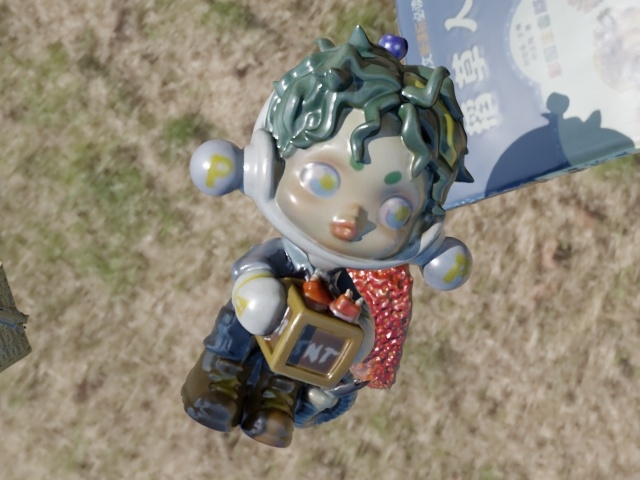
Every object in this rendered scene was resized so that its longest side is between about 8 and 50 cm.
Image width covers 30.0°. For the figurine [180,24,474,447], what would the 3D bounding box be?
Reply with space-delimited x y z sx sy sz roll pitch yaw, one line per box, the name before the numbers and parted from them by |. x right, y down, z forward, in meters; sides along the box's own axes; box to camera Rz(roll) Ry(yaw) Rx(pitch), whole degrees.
figurine | -0.003 -0.001 1.049 0.261 0.186 0.382 19 101 -29

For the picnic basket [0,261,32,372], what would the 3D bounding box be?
picnic basket | -0.316 0.076 0.907 0.115 0.164 0.079 8 121 40

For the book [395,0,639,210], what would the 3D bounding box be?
book | 0.273 -0.225 1.247 0.428 0.039 0.300 -18 76 36

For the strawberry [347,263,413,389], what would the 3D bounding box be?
strawberry | 0.049 0.076 1.588 0.107 0.236 0.175 -1 160 -20
